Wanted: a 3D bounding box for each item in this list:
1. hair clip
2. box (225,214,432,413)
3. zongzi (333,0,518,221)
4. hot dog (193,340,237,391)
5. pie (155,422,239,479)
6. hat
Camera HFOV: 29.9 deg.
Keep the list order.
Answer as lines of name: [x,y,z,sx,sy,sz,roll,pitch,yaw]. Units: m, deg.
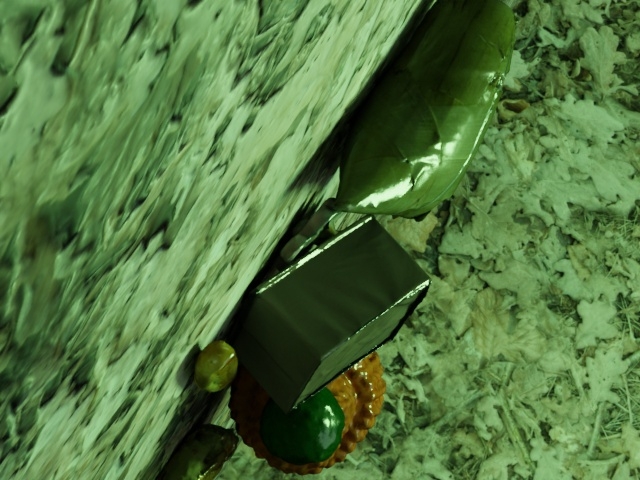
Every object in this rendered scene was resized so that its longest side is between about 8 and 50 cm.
hair clip: [-0.005,-0.006,1.835,0.146,0.075,0.257,-44,169,8]
box: [0.012,0.110,1.781,0.252,0.153,0.188,-31,160,-35]
zongzi: [0.145,-0.194,1.675,0.356,0.174,0.393,-64,168,9]
hot dog: [-0.146,0.170,1.613,0.066,0.047,0.215,-43,172,-9]
pie: [-0.258,0.462,2.048,0.339,0.083,0.339,-57,177,-5]
hat: [-0.016,0.299,1.992,0.285,0.285,0.400,-60,-169,15]
